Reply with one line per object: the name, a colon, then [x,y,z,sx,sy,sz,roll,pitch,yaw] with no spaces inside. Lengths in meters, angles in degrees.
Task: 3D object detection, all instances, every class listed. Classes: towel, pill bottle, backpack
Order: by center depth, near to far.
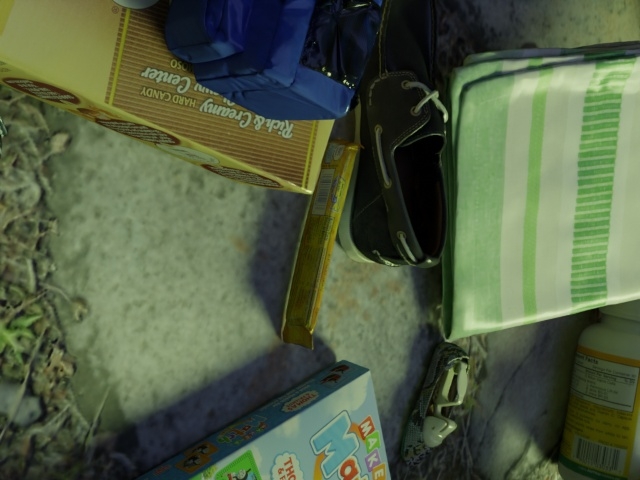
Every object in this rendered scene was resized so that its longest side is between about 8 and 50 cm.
backpack: [-0.017,-0.134,0.449,0.101,0.098,0.120,24,84,-37]
towel: [0.258,-0.051,0.736,0.325,0.038,0.248,-10,114,-13]
pill bottle: [0.318,0.153,0.891,0.117,0.117,0.208,6,93,-41]

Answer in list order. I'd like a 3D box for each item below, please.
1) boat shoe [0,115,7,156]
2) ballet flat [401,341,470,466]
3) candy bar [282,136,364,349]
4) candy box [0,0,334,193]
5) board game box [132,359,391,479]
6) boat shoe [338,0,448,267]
boat shoe: [-0.160,-0.119,0.353,0.083,0.065,0.183,-37,120,-26]
ballet flat: [0.104,0.145,0.756,0.041,0.041,0.114,26,80,-40]
candy bar: [0.000,0.000,0.642,0.018,0.040,0.161,16,86,-32]
candy box: [-0.113,-0.162,0.485,0.316,0.087,0.183,22,84,-41]
board game box: [-0.035,0.206,0.645,0.211,0.039,0.160,-25,113,-36]
boat shoe: [0.070,-0.095,0.664,0.084,0.079,0.233,1,95,-39]
